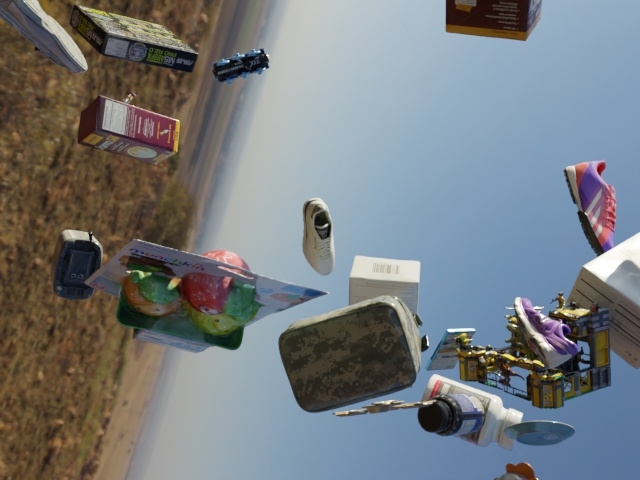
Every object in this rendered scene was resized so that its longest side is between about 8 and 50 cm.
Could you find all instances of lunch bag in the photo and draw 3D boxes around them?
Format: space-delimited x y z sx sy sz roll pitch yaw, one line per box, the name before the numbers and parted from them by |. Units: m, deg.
lunch bag | 0.084 0.247 1.644 0.256 0.305 0.212 -27 98 -78

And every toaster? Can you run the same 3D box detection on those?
toaster | -0.741 0.060 2.151 0.146 0.129 0.226 31 -70 58

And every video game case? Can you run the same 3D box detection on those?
video game case | 0.413 0.347 2.261 0.015 0.119 0.166 55 -49 44

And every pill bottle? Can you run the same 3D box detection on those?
pill bottle | 0.500 0.580 2.370 0.176 0.319 0.176 -52 151 -44
pill bottle | 0.391 0.522 2.130 0.123 0.219 0.122 -10 -105 42

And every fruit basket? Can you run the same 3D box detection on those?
fruit basket | -0.209 0.095 1.210 0.353 0.327 0.165 -17 -121 59

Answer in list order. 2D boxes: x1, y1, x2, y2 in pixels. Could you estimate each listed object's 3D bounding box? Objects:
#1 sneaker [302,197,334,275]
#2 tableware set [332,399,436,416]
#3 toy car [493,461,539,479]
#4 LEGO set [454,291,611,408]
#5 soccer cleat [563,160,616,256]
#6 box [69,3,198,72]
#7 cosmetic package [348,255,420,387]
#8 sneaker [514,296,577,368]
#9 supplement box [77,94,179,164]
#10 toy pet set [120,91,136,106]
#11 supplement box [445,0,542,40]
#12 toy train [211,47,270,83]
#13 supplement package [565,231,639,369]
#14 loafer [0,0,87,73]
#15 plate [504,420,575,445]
sneaker | 0.000 0.000 2.019 0.095 0.090 0.235 -140 -144 -62
tableware set | 0.114 0.301 1.290 0.169 0.141 0.020 -29 -115 56
toy car | 0.475 0.674 1.846 0.210 0.219 0.237 26 -84 38
LEGO set | 0.442 0.206 1.491 0.331 0.255 0.192 -168 -108 -69
soccer cleat | 0.762 -0.089 1.945 0.108 0.117 0.318 49 29 -48
box | -0.491 -0.532 1.880 0.216 0.270 0.060 42 -62 37
cosmetic package | 0.196 0.258 2.216 0.156 0.217 0.384 -70 164 -64
sneaker | 0.384 0.154 1.216 0.170 0.071 0.068 -110 178 -58
supplement box | -0.415 -0.236 1.544 0.104 0.188 0.080 -17 -113 49
toy pet set | -0.462 -0.296 1.764 0.065 0.122 0.114 -38 -168 13
supplement box | 0.394 -0.575 1.601 0.129 0.192 0.194 -53 147 -41
toy train | -0.246 -0.538 2.186 0.105 0.184 0.080 -116 -172 -70
supplement package | 0.707 0.117 1.551 0.204 0.262 0.145 43 -37 35
loafer | -0.314 -0.231 0.797 0.125 0.039 0.045 54 11 -53
plate | 0.599 0.533 1.943 0.188 0.188 0.024 119 -20 -56
